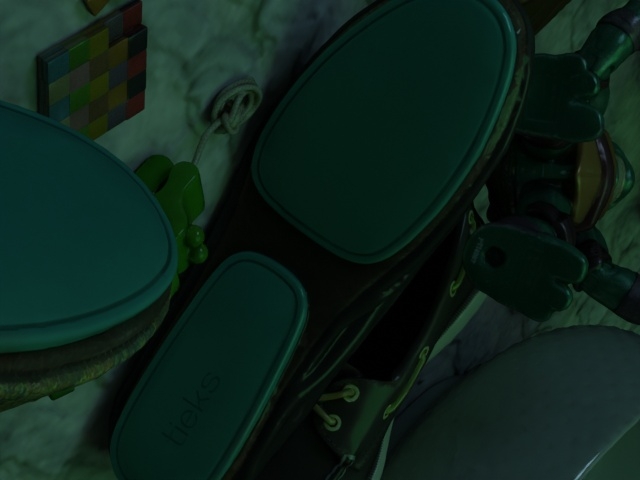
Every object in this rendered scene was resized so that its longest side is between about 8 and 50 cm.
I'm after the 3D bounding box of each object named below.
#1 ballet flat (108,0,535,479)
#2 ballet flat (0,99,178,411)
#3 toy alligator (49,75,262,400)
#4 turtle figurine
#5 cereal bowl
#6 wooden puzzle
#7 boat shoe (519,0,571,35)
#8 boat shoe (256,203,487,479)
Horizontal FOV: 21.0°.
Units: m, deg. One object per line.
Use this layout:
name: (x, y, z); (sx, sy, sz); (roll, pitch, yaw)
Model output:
ballet flat: (0.000, 0.000, 0.757); (0.280, 0.095, 0.096); (-53, 167, 17)
ballet flat: (-0.175, 0.018, 0.440); (0.348, 0.123, 0.123); (-3, 123, -61)
toy alligator: (-0.071, 0.006, 0.665); (0.189, 0.051, 0.056); (-44, 153, -25)
turtle figurine: (0.136, -0.032, 0.855); (0.234, 0.118, 0.175); (-11, 90, -65)
cereal bowl: (0.104, 0.191, 1.101); (0.339, 0.141, 0.339); (-42, 151, -30)
wooden puzzle: (-0.082, -0.057, 0.623); (0.049, 0.006, 0.083); (-37, 149, -36)
boat shoe: (0.081, -0.126, 0.777); (0.170, 0.059, 0.063); (-37, 161, 8)
boat shoe: (0.008, 0.064, 0.855); (0.228, 0.081, 0.069); (-56, 154, -18)
